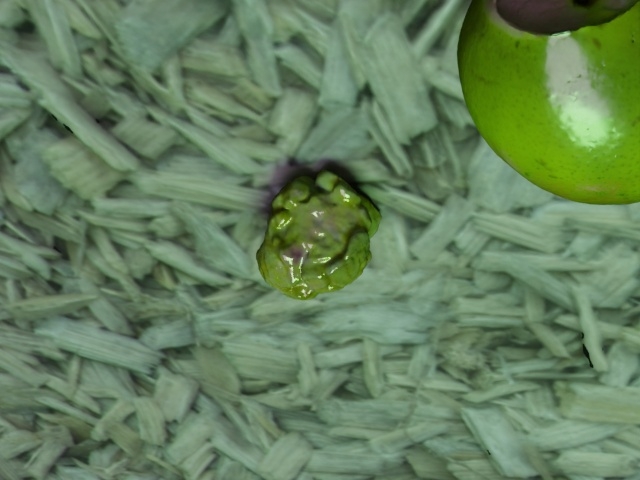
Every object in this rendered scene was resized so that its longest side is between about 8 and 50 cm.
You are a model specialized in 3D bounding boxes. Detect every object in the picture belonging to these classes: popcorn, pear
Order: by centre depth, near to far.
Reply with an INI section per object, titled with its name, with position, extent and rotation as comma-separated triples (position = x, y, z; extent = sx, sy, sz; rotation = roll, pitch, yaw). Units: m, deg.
[pear]
position = 0.189, -0.108, 0.945
extent = 0.187, 0.187, 0.220
rotation = -6, 141, 19
[popcorn]
position = -0.001, 0.001, 1.164
extent = 0.097, 0.109, 0.089
rotation = 35, 179, 26
